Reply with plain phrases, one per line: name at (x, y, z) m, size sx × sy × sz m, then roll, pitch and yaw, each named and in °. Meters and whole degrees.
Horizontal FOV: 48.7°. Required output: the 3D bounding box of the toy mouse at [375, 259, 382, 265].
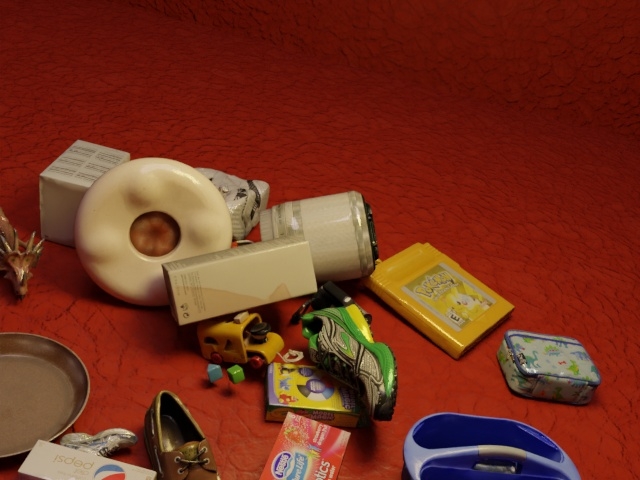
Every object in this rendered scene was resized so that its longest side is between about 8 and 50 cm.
toy mouse at (0.102, 0.066, 1.936) m, size 0.143 × 0.031 × 0.161 m, roll 8°, pitch 38°, yaw -10°

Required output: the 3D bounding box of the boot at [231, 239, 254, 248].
boot at (-0.243, 0.036, 1.811) m, size 0.158 × 0.084 × 0.059 m, roll -5°, pitch 39°, yaw -25°

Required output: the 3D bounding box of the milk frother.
milk frother at (0.022, 0.184, 1.694) m, size 0.143 × 0.129 × 0.135 m, roll -47°, pitch 56°, yaw -5°

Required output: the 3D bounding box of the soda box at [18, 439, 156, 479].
soda box at (-0.394, 0.413, 1.203) m, size 0.216 × 0.069 × 0.074 m, roll 15°, pitch 33°, yaw 1°

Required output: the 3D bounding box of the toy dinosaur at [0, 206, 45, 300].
toy dinosaur at (-0.729, -0.018, 1.591) m, size 0.127 × 0.295 × 0.200 m, roll -44°, pitch 19°, yaw -26°

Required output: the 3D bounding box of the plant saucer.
plant saucer at (-0.596, 0.294, 1.326) m, size 0.311 × 0.050 × 0.310 m, roll 10°, pitch 32°, yaw -6°

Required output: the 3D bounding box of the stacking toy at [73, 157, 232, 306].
stacking toy at (-0.419, -0.069, 1.785) m, size 0.351 × 0.350 × 0.480 m, roll 4°, pitch 16°, yaw -15°

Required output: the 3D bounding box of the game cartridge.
game cartridge at (0.312, 0.141, 1.862) m, size 0.324 × 0.052 × 0.285 m, roll 40°, pitch 40°, yaw 23°

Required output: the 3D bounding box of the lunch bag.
lunch bag at (0.545, 0.299, 1.707) m, size 0.219 × 0.090 × 0.176 m, roll 10°, pitch 30°, yaw -7°

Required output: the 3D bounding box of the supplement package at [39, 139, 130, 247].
supplement package at (-0.596, -0.114, 1.802) m, size 0.149 × 0.194 × 0.203 m, roll 14°, pitch 34°, yaw 2°

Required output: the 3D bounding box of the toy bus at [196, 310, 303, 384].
toy bus at (-0.165, 0.204, 1.527) m, size 0.202 × 0.104 × 0.191 m, roll -18°, pitch 24°, yaw -15°

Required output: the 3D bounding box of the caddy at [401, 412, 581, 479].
caddy at (0.310, 0.444, 1.319) m, size 0.342 × 0.179 × 0.241 m, roll 8°, pitch 34°, yaw -9°

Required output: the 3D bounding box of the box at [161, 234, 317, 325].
box at (-0.179, 0.082, 1.560) m, size 0.311 × 0.121 × 0.148 m, roll -12°, pitch 9°, yaw -16°

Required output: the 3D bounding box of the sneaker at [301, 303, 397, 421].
sneaker at (0.056, 0.259, 1.474) m, size 0.146 × 0.134 × 0.343 m, roll -5°, pitch 26°, yaw -20°

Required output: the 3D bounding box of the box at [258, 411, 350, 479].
box at (-0.046, 0.443, 1.237) m, size 0.128 × 0.122 × 0.257 m, roll 18°, pitch 33°, yaw 7°

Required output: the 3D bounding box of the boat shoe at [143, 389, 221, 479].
boat shoe at (-0.242, 0.398, 1.248) m, size 0.111 × 0.104 × 0.307 m, roll -11°, pitch 41°, yaw -33°

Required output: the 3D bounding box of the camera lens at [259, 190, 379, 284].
camera lens at (0.000, 0.000, 1.776) m, size 0.275 × 0.219 × 0.219 m, roll -10°, pitch 35°, yaw 2°

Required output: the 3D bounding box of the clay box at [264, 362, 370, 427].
clay box at (-0.005, 0.325, 1.492) m, size 0.222 × 0.053 × 0.127 m, roll 6°, pitch 32°, yaw -10°

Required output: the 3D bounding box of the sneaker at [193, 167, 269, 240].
sneaker at (-0.275, -0.103, 1.927) m, size 0.210 × 0.137 × 0.366 m, roll 14°, pitch 16°, yaw 6°

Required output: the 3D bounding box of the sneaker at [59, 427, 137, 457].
sneaker at (-0.399, 0.380, 1.279) m, size 0.135 × 0.052 × 0.058 m, roll -5°, pitch 47°, yaw -14°
